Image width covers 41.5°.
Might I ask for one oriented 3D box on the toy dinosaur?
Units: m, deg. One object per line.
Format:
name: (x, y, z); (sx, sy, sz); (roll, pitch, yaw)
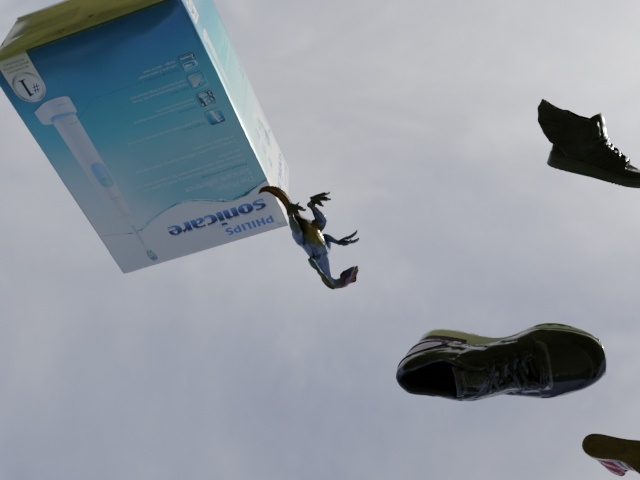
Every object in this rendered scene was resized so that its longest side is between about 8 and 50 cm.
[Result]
toy dinosaur: (0.000, 0.000, 0.668); (0.047, 0.082, 0.090); (-31, -135, -20)

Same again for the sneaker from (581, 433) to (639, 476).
sneaker: (0.392, 0.273, 1.050); (0.118, 0.067, 0.042); (10, -110, 43)

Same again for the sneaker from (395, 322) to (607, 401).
sneaker: (0.240, 0.184, 1.151); (0.283, 0.107, 0.124); (-7, -171, 32)

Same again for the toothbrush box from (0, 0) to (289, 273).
toothbrush box: (-0.183, -0.129, 0.943); (0.216, 0.295, 0.126); (-17, -144, 12)

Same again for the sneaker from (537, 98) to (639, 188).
sneaker: (0.371, -0.131, 1.141); (0.170, 0.089, 0.051); (17, -163, 20)
